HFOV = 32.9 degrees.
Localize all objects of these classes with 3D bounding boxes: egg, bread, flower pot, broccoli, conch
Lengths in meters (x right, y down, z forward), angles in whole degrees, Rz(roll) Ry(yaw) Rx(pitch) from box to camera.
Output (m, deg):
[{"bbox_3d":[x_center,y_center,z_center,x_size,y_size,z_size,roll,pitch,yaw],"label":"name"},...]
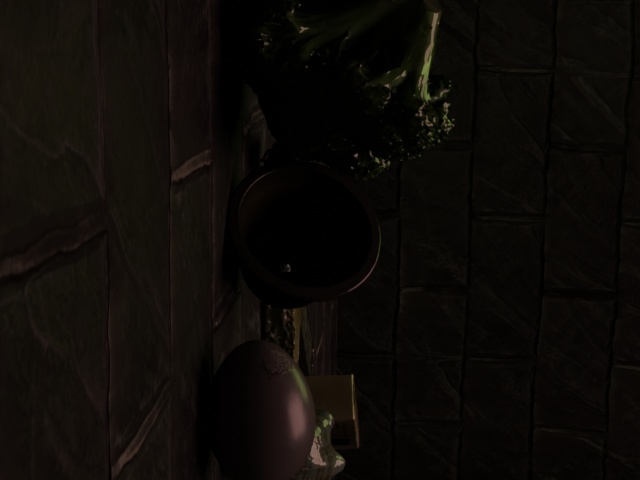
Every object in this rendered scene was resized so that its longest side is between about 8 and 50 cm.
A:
[{"bbox_3d":[-0.080,0.232,1.450,0.146,0.146,0.199,34,51,-84],"label":"egg"},{"bbox_3d":[-0.070,0.153,1.999,0.172,0.064,0.232,79,12,-65],"label":"bread"},{"bbox_3d":[-0.038,0.013,1.650,0.148,0.235,0.235,118,-21,-58],"label":"flower pot"},{"bbox_3d":[0.033,-0.262,1.592,0.413,0.321,0.310,-94,-173,-58],"label":"broccoli"},{"bbox_3d":[-0.051,0.335,1.761,0.386,0.169,0.203,82,-15,-71],"label":"conch"}]

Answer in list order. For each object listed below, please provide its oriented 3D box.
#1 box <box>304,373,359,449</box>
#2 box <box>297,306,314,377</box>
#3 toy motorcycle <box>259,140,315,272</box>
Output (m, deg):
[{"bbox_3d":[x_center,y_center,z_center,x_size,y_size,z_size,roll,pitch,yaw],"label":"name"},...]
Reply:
[{"bbox_3d":[-0.013,0.337,2.108,0.212,0.168,0.095,81,9,-64],"label":"box"},{"bbox_3d":[-0.055,0.237,2.246,0.350,0.058,0.211,82,9,-62],"label":"box"},{"bbox_3d":[-0.057,-0.069,1.855,0.169,0.113,0.315,-98,-166,-59],"label":"toy motorcycle"}]
